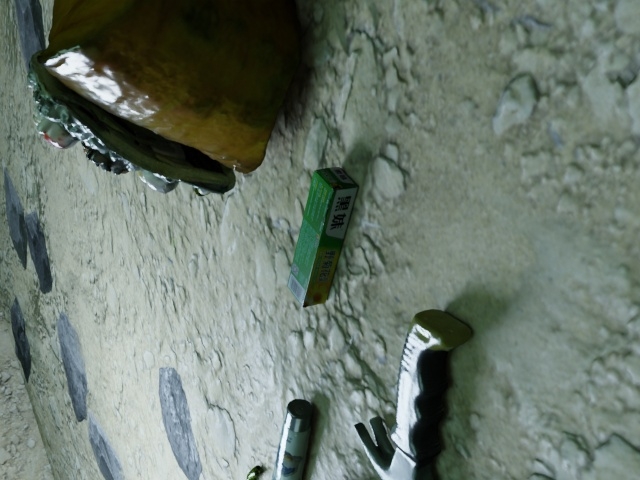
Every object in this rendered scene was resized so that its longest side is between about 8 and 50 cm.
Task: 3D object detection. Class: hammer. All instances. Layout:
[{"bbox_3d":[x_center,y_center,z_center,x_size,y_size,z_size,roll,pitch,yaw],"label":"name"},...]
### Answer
[{"bbox_3d":[0.103,0.175,0.767,0.159,0.041,0.226,33,128,46],"label":"hammer"}]

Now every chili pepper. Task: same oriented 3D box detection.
[{"bbox_3d":[-0.112,0.388,1.193,0.027,0.022,0.083,53,136,36],"label":"chili pepper"}]

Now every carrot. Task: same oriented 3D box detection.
[{"bbox_3d":[-0.151,-0.232,0.868,0.241,0.341,0.241,-14,67,35],"label":"carrot"}]

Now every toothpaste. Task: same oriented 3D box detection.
[{"bbox_3d":[0.000,0.000,0.874,0.043,0.037,0.178,52,140,41],"label":"toothpaste"},{"bbox_3d":[-0.044,0.318,1.049,0.062,0.039,0.239,40,134,36],"label":"toothpaste"}]

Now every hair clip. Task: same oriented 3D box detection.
[{"bbox_3d":[-0.249,-0.128,0.960,0.091,0.321,0.138,-43,56,16],"label":"hair clip"}]
